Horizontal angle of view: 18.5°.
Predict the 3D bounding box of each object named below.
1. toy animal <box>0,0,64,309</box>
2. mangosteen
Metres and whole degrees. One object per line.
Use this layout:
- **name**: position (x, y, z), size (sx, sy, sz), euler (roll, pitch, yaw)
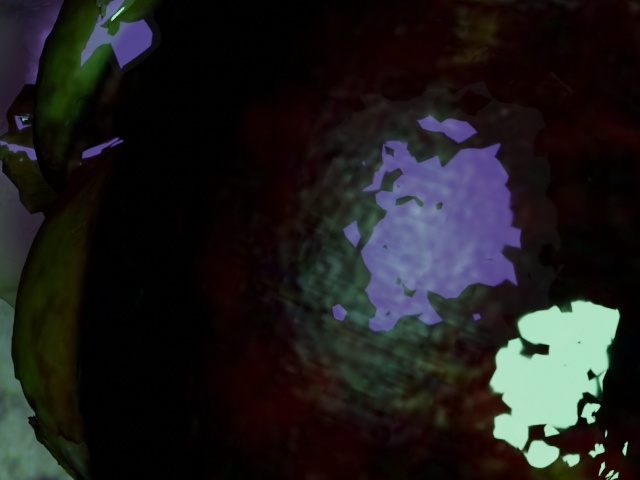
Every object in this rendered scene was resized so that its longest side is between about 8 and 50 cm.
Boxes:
- **toy animal**: position (-0.123, -0.082, 1.058), size (0.250, 0.154, 0.166), euler (-44, 48, -3)
- **mangosteen**: position (0.067, 0.011, 0.839), size (0.381, 0.381, 0.421), euler (-53, 35, -4)
